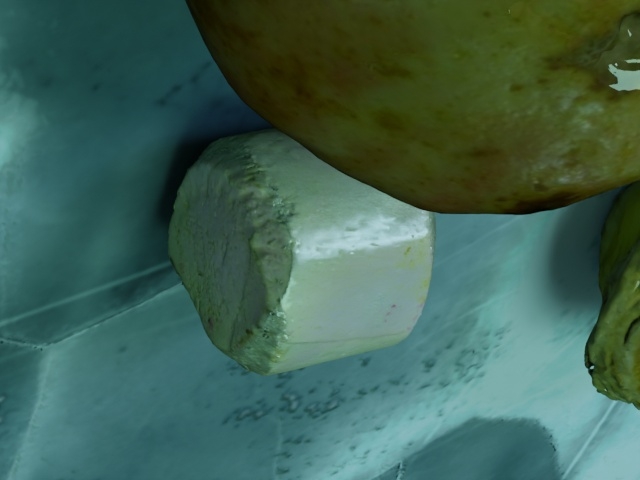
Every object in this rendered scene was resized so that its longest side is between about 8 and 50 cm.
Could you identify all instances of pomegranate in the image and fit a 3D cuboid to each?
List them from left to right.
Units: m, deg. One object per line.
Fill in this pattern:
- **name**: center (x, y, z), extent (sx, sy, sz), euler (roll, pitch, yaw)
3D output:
- **pomegranate**: center (0.095, -0.181, 0.708), extent (0.342, 0.342, 0.342), euler (-22, 144, -17)

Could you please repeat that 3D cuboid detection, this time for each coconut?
- **coconut**: center (0.000, 0.000, 0.975), extent (0.152, 0.147, 0.147), euler (-11, 139, -34)

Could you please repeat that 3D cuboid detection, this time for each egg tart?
- **egg tart**: center (0.314, -0.001, 1.261), extent (0.315, 0.120, 0.315), euler (-22, 142, -18)
